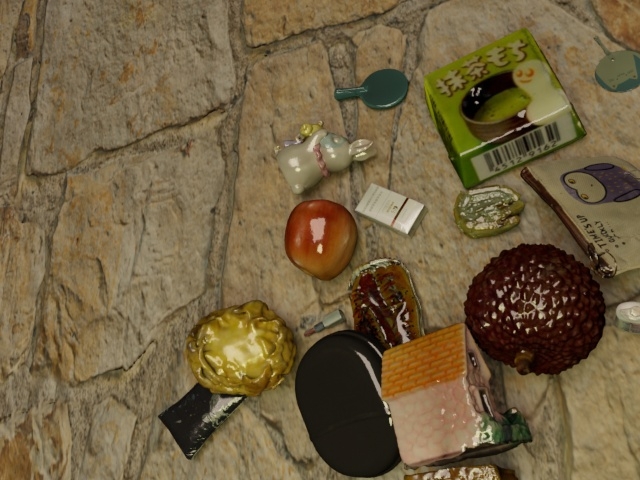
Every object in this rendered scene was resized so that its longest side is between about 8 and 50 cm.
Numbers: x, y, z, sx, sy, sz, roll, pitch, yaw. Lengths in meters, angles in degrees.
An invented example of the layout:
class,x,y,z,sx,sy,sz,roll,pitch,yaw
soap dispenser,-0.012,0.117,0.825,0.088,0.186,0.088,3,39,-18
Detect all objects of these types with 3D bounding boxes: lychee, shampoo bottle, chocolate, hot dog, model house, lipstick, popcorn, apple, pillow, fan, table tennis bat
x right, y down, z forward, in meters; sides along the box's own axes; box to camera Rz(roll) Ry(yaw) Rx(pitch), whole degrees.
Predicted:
class,x,y,z,sx,sy,sz,roll,pitch,yaw
lychee,0.409,0.141,1.317,0.264,0.264,0.300,8,45,25
shampoo bottle,0.611,0.150,1.326,0.072,0.099,0.043,8,71,26
chocolate,0.411,-0.315,1.586,0.301,0.137,0.288,-24,61,12
hot dog,0.144,0.166,1.526,0.163,0.082,0.270,-17,62,14
model house,0.262,0.295,1.310,0.202,0.237,0.237,-31,61,33
lipstick,0.006,0.199,1.601,0.107,0.025,0.025,-32,60,15
popcorn,-0.175,0.244,1.559,0.250,0.190,0.250,2,51,-2
apple,0.000,0.000,1.609,0.199,0.199,0.199,-9,65,19
pillow,-0.274,0.395,1.615,0.208,0.055,0.141,-44,61,-3
fan,0.685,-0.417,1.592,0.113,0.005,0.175,-27,61,10
table tennis bat,0.132,-0.396,1.800,0.201,0.033,0.124,-3,65,19

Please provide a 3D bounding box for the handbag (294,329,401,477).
class,x,y,z,sx,sy,sz,roll,pitch,yaw
handbag,0.062,0.343,1.429,0.254,0.093,0.308,-31,72,29

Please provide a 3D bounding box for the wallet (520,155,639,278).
class,x,y,z,sx,sy,sz,roll,pitch,yaw
wallet,0.583,-0.065,1.381,0.275,0.068,0.335,-9,47,-18

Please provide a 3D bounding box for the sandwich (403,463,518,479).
class,x,y,z,sx,sy,sz,roll,pitch,yaw
sandwich,0.266,0.460,1.270,0.186,0.215,0.065,-14,65,18

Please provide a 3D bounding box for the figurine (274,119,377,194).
class,x,y,z,sx,sy,sz,roll,pitch,yaw
figurine,0.012,-0.226,1.731,0.236,0.127,0.155,-25,51,5

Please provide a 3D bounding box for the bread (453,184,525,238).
class,x,y,z,sx,sy,sz,roll,pitch,yaw
bread,0.379,-0.069,1.537,0.156,0.064,0.117,-15,65,18

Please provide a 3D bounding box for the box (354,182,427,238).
class,x,y,z,sx,sy,sz,roll,pitch,yaw
box,0.169,-0.073,1.641,0.154,0.040,0.084,27,78,29
